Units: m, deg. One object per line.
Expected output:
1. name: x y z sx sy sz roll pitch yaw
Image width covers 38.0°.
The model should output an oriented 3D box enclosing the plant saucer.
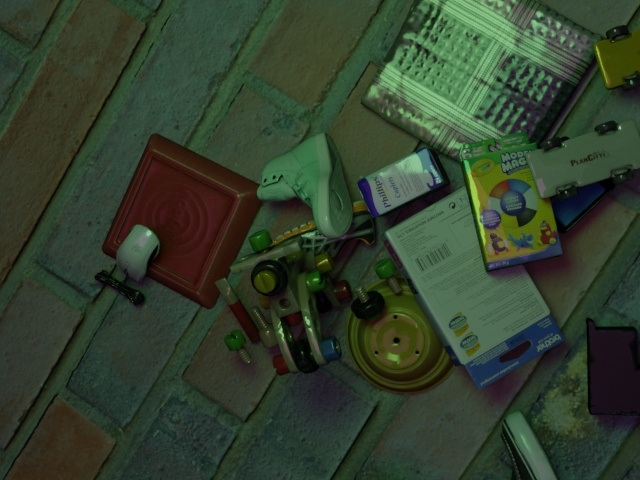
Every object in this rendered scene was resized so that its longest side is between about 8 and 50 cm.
1. plant saucer: -0.269 -0.037 1.757 0.259 0.047 0.259 27 98 11

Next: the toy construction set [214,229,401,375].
1. toy construction set: -0.076 0.076 1.596 0.308 0.257 0.237 -13 116 41

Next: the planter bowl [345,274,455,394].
1. planter bowl: 0.140 0.171 1.638 0.217 0.090 0.217 0 91 15

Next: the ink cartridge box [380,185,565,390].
1. ink cartridge box: 0.259 0.079 1.590 0.185 0.065 0.311 -29 82 -11

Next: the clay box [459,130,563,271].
1. clay box: 0.314 -0.069 1.554 0.127 0.053 0.222 -13 84 4

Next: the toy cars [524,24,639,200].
1. toy cars: 0.482 -0.217 1.526 0.176 0.087 0.394 32 89 1

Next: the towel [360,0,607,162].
1. towel: 0.274 -0.297 1.621 0.324 0.056 0.312 33 102 9

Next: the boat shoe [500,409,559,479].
1. boat shoe: 0.361 0.459 1.573 0.119 0.121 0.335 -22 88 9

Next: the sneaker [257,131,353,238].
1. sneaker: -0.033 -0.071 1.623 0.151 0.256 0.094 -25 129 15

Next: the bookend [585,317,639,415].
1. bookend: 0.525 0.209 1.552 0.156 0.072 0.157 -2 90 13

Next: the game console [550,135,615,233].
1. game console: 0.411 -0.095 1.570 0.107 0.071 0.122 43 101 -14

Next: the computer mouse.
1. computer mouse: -0.357 0.044 1.735 0.106 0.042 0.193 37 133 4

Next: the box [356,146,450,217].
1. box: 0.145 -0.100 1.611 0.137 0.126 0.072 -27 86 13

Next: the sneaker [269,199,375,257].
1. sneaker: 0.000 0.000 1.675 0.214 0.084 0.083 -23 93 13
